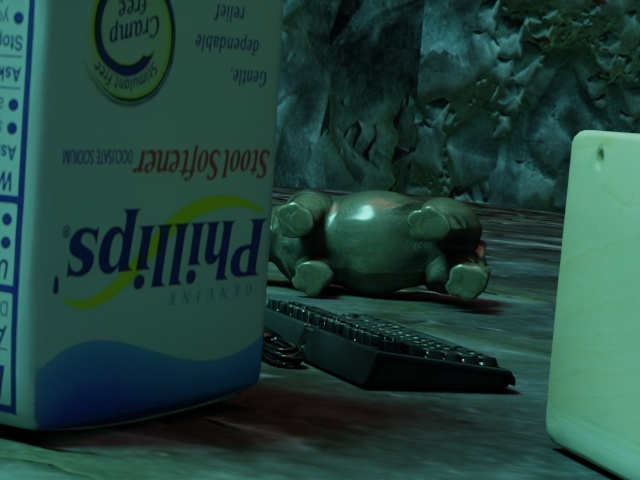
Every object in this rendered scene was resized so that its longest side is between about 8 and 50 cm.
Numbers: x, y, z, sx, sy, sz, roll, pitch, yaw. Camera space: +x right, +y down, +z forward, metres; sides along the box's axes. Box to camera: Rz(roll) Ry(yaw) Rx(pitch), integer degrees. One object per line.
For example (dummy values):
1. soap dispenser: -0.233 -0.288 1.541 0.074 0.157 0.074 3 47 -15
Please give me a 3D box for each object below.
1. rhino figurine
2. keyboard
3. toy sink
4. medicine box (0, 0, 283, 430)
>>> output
1. rhino figurine: 0.000 0.000 1.256 0.243 0.073 0.106 4 7 10
2. keyboard: 0.012 0.049 0.898 0.108 0.023 0.180 3 3 -20
3. toy sink: 0.220 0.027 0.648 0.234 0.131 0.153 4 4 -14
4. medicine box: -0.161 -0.089 0.727 0.264 0.289 0.149 7 6 31
